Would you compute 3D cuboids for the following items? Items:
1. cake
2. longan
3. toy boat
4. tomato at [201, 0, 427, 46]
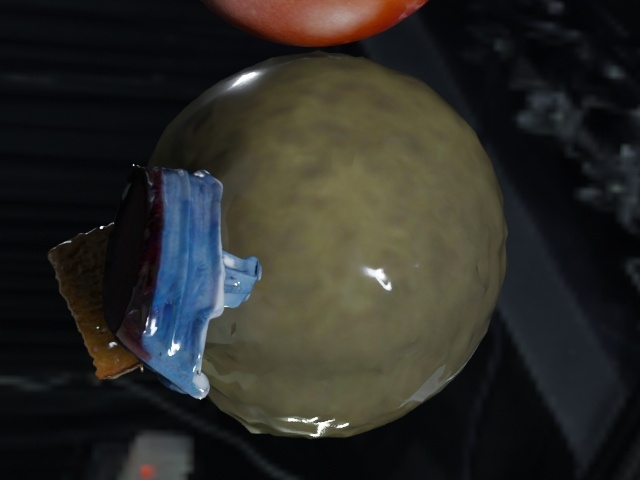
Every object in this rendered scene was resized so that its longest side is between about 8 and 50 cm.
[{"bbox_3d":[-0.238,0.074,2.671,0.196,0.198,0.293,63,-6,5],"label":"cake"},{"bbox_3d":[0.008,-0.001,2.168,0.436,0.404,0.404,-104,-151,-48],"label":"longan"},{"bbox_3d":[-0.123,0.033,1.874,0.129,0.142,0.309,-54,-156,33],"label":"toy boat"},{"bbox_3d":[-0.016,-0.354,2.036,0.321,0.321,0.322,-177,-90,-64],"label":"tomato"}]
